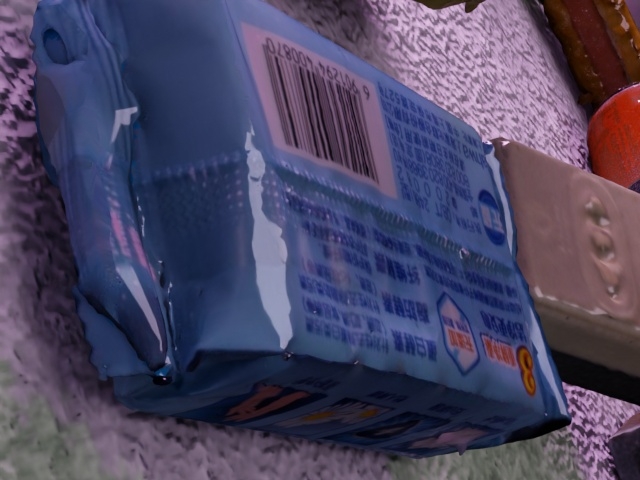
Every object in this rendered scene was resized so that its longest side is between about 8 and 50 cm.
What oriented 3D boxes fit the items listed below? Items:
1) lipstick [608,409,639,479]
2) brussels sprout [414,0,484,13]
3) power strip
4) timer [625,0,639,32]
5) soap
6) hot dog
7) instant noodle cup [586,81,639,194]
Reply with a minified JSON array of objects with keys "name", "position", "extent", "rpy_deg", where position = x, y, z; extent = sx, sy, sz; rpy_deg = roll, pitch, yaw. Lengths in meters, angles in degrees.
[{"name":"lipstick","position":[0.287,0.123,1.167],"extent":[0.371,0.079,0.076],"rpy_deg":[-14,82,-66]},{"name":"brussels sprout","position":[0.039,-0.194,0.854],"extent":[0.183,0.131,0.146],"rpy_deg":[6,86,-65]},{"name":"power strip","position":[0.166,0.030,0.914],"extent":[0.256,0.070,0.105],"rpy_deg":[18,49,-34]},{"name":"timer","position":[0.287,-0.249,1.503],"extent":[0.190,0.069,0.209],"rpy_deg":[37,39,-46]},{"name":"soap","position":[0.000,0.000,0.658],"extent":[0.293,0.077,0.156],"rpy_deg":[23,51,-58]},{"name":"hot dog","position":[0.213,-0.147,1.258],"extent":[0.286,0.061,0.088],"rpy_deg":[62,24,-19]},{"name":"instant noodle cup","position":[0.244,-0.037,1.177],"extent":[0.127,0.127,0.136],"rpy_deg":[45,24,-42]}]
